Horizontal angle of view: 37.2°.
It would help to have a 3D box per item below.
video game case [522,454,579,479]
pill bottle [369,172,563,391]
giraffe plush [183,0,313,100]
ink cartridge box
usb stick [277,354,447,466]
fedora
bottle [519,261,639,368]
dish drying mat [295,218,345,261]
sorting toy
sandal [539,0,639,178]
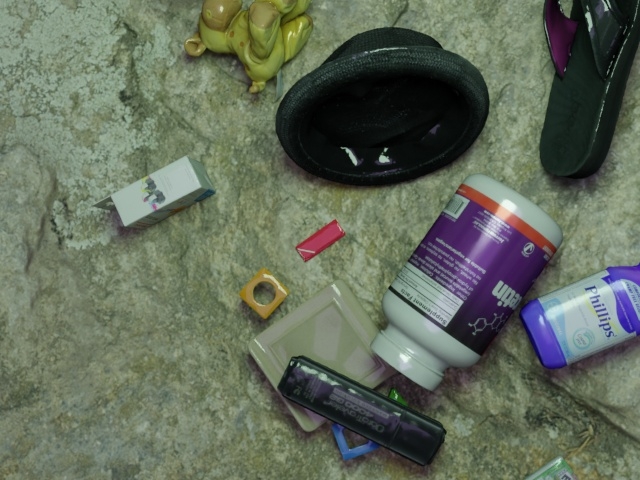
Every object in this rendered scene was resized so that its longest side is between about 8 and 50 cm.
[{"bbox_3d":[0.357,0.484,1.528,0.212,0.023,0.193,-36,84,4],"label":"video game case"},{"bbox_3d":[0.219,0.069,1.483,0.181,0.181,0.323,35,92,7],"label":"pill bottle"},{"bbox_3d":[-0.126,-0.354,1.573,0.170,0.181,0.210,28,126,17],"label":"giraffe plush"},{"bbox_3d":[-0.277,-0.069,1.589,0.181,0.104,0.062,-26,84,6],"label":"ink cartridge box"},{"bbox_3d":[0.067,0.271,1.520,0.278,0.045,0.077,26,93,2],"label":"usb stick"},{"bbox_3d":[0.094,-0.230,1.507,0.334,0.334,0.153,-8,53,7],"label":"fedora"},{"bbox_3d":[0.461,0.102,1.496,0.282,0.092,0.118,-23,84,6],"label":"bottle"},{"bbox_3d":[0.000,0.000,1.600,0.083,0.008,0.032,-35,83,5],"label":"dish drying mat"},{"bbox_3d":[0.006,0.188,1.573,0.196,0.047,0.348,-35,87,-2],"label":"sorting toy"},{"bbox_3d":[0.410,-0.321,1.474,0.107,0.167,0.446,10,89,-26],"label":"sandal"}]
